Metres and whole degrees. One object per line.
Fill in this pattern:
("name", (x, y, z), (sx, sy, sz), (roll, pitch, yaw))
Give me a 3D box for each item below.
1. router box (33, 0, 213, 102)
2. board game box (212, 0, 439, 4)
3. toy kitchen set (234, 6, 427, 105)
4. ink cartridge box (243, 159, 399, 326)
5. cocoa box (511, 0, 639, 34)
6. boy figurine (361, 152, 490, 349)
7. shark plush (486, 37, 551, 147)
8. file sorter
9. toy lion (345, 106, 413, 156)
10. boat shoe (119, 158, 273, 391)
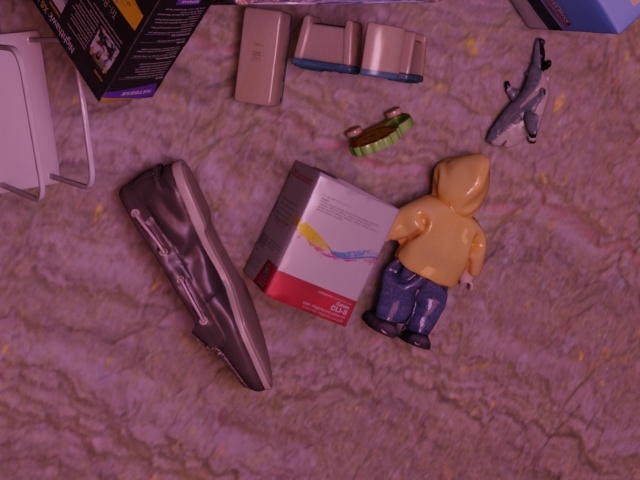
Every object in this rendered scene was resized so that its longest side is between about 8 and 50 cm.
("router box", (-0.235, -0.343, 1.098), (0.081, 0.243, 0.308), (-16, 66, -47))
("board game box", (-0.018, -0.348, 1.196), (0.232, 0.291, 0.141), (-4, 103, -16))
("toy kitchen set", (0.018, -0.230, 1.357), (0.207, 0.166, 0.122), (12, 100, 19))
("ink cartridge box", (0.000, 0.000, 1.366), (0.127, 0.128, 0.176), (23, 96, -20))
("cocoa box", (0.311, -0.465, 1.288), (0.231, 0.228, 0.347), (-43, 113, -5))
("boy figurine", (0.152, 0.004, 1.432), (0.177, 0.092, 0.285), (19, 96, -19))
("shark plush", (0.289, -0.208, 1.446), (0.067, 0.073, 0.161), (17, 103, 11))
("file sorter", (-0.415, -0.128, 1.154), (0.278, 0.173, 0.192), (-14, 107, -33))
("toy lion", (0.082, -0.143, 1.375), (0.100, 0.096, 0.034), (-27, 108, -9))
("boat shoe", (-0.161, 0.057, 1.353), (0.096, 0.112, 0.335), (-20, 102, 7))
